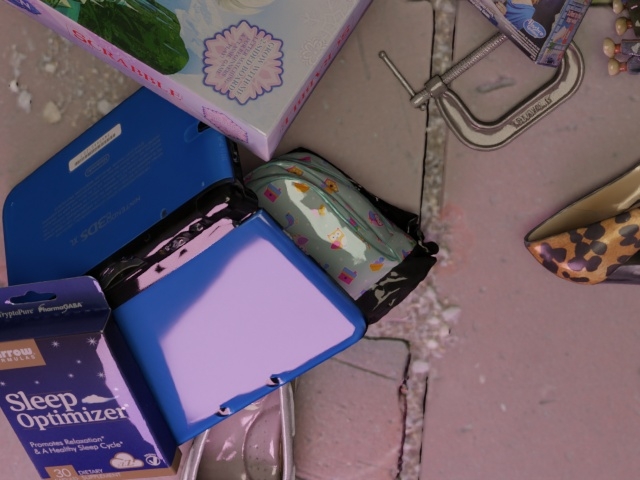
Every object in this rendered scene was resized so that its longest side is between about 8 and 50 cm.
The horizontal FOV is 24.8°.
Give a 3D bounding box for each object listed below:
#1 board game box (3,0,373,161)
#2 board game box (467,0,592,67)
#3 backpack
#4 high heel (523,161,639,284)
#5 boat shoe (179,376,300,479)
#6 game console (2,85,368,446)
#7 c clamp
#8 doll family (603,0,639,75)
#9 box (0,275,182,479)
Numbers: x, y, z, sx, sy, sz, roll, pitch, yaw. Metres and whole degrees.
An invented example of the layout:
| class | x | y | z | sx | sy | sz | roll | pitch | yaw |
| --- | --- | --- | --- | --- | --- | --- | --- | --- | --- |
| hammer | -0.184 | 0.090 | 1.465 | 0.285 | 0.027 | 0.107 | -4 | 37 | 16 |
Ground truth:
| class | x | y | z | sx | sy | sz | roll | pitch | yaw |
| --- | --- | --- | --- | --- | --- | --- | --- | --- | --- |
| board game box | -0.093 | -0.281 | 1.230 | 0.318 | 0.066 | 0.318 | 31 | 77 | 6 |
| board game box | 0.192 | -0.288 | 1.275 | 0.194 | 0.060 | 0.194 | 47 | 112 | 18 |
| backpack | 0.000 | 0.000 | 1.351 | 0.152 | 0.115 | 0.182 | -42 | 94 | 14 |
| high heel | 0.294 | -0.075 | 1.324 | 0.186 | 0.093 | 0.261 | 6 | 112 | -4 |
| boat shoe | -0.078 | 0.223 | 1.409 | 0.118 | 0.103 | 0.320 | 12 | 102 | 1 |
| game console | -0.132 | 0.017 | 1.331 | 0.293 | 0.250 | 0.173 | -32 | 143 | 30 |
| c clamp | 0.157 | -0.157 | 1.354 | 0.161 | 0.022 | 0.137 | -31 | 99 | 10 |
| doll family | 0.307 | -0.234 | 1.289 | 0.111 | 0.076 | 0.193 | -1 | 111 | 37 |
| box | -0.227 | 0.133 | 1.316 | 0.137 | 0.036 | 0.225 | -8 | 126 | 17 |
